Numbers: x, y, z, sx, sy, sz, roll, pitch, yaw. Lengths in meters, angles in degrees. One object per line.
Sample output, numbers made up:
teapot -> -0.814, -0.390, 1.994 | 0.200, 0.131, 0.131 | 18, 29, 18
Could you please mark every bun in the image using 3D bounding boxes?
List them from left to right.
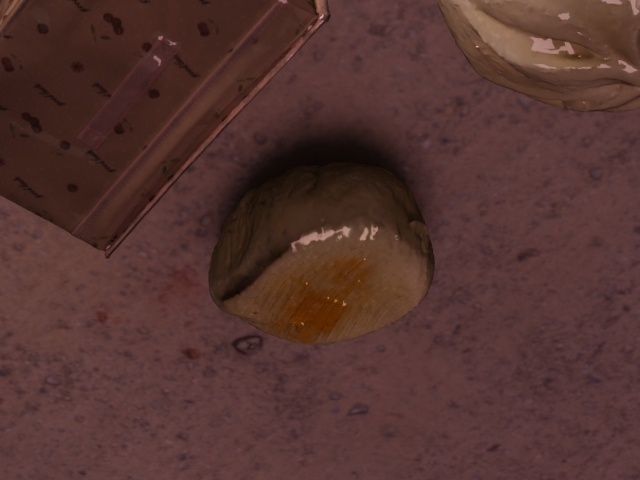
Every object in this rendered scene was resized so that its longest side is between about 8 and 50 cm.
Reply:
bun -> 0.000, 0.000, 1.477 | 0.244, 0.153, 0.244 | -8, 149, -5
bun -> 0.284, -0.240, 1.163 | 0.365, 0.219, 0.365 | -26, 155, -13

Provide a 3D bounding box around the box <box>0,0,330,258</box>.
box -> -0.160, -0.184, 1.144 | 0.190, 0.225, 0.297 | 32, 121, -25
